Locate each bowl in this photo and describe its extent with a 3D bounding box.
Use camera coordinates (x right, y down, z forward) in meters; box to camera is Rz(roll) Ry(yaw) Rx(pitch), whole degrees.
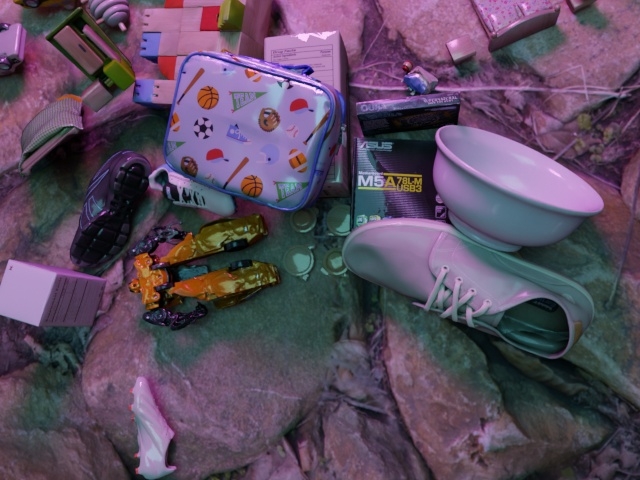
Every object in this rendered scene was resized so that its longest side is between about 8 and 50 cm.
[{"bbox_3d":[0.312,-0.074,1.009,0.298,0.298,0.134,29,120,13],"label":"bowl"}]

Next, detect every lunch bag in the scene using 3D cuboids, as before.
[{"bbox_3d":[-0.107,-0.191,0.999,0.304,0.115,0.243,19,102,12],"label":"lunch bag"}]

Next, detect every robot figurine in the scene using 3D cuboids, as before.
[{"bbox_3d":[-0.234,0.057,1.153,0.291,0.085,0.210,-16,79,7],"label":"robot figurine"}]

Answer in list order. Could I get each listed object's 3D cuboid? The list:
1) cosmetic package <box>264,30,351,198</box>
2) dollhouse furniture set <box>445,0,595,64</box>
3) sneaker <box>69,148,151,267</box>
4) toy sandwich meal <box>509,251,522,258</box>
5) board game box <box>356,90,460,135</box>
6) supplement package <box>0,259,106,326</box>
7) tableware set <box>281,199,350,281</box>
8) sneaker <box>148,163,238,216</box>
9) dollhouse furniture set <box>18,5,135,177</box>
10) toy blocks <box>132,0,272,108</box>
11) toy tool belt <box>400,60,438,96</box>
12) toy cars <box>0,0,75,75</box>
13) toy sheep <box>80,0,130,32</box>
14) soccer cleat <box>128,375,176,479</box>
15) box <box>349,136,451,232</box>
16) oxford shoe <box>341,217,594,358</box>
[{"bbox_3d":[-0.022,-0.235,1.137,0.153,0.129,0.295,-1,82,11],"label":"cosmetic package"},{"bbox_3d":[0.358,-0.558,1.095,0.356,0.174,0.303,-23,78,6],"label":"dollhouse furniture set"},{"bbox_3d":[-0.442,-0.068,1.217,0.106,0.101,0.267,35,95,41],"label":"sneaker"},{"bbox_3d":[0.334,0.049,1.085,0.086,0.029,0.085,-1,82,5],"label":"toy sandwich meal"},{"bbox_3d":[0.166,-0.237,1.105,0.186,0.126,0.026,-4,81,9],"label":"board game box"},{"bbox_3d":[-0.524,0.107,1.147,0.105,0.179,0.105,15,85,12],"label":"supplement package"},{"bbox_3d":[0.000,0.000,1.154,0.141,0.020,0.168,7,83,10],"label":"tableware set"},{"bbox_3d":[-0.248,-0.092,1.139,0.237,0.085,0.086,23,42,40],"label":"sneaker"},{"bbox_3d":[-0.540,-0.303,1.182,0.302,0.151,0.197,-40,33,4],"label":"dollhouse furniture set"},{"bbox_3d":[-0.246,-0.407,1.192,0.261,0.191,0.380,9,91,24],"label":"toy blocks"},{"bbox_3d":[0.185,-0.314,1.151,0.083,0.052,0.051,38,81,13],"label":"toy tool belt"},{"bbox_3d":[-0.652,-0.489,1.309,0.393,0.087,0.176,-46,65,5],"label":"toy cars"},{"bbox_3d":[-0.462,-0.509,1.277,0.091,0.091,0.132,-32,93,4],"label":"toy sheep"},{"bbox_3d":[-0.324,0.360,1.140,0.076,0.068,0.196,-8,81,-6],"label":"soccer cleat"},{"bbox_3d":[0.154,-0.101,1.118,0.191,0.045,0.184,4,85,1],"label":"box"},{"bbox_3d":[0.246,0.081,1.018,0.450,0.169,0.130,19,41,10],"label":"oxford shoe"}]
